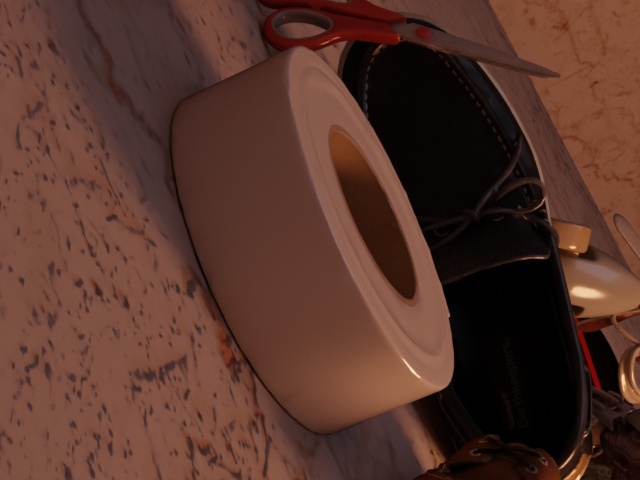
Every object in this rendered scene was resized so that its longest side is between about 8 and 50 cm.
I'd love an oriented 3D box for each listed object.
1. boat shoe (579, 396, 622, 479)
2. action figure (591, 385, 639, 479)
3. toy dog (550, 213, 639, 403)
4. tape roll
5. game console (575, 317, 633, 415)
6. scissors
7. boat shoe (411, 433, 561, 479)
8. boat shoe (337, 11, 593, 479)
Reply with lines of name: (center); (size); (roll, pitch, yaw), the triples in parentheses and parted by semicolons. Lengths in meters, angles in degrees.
boat shoe: (0.314, 0.268, 1.828); (0.104, 0.089, 0.285); (18, 21, -3)
action figure: (0.306, 0.261, 1.586); (0.185, 0.099, 0.285); (49, -45, 49)
toy dog: (0.368, 0.060, 2.177); (0.333, 0.220, 0.161); (34, -5, -32)
tape roll: (0.000, 0.000, 1.212); (0.286, 0.100, 0.286); (58, 16, -28)
game console: (0.379, 0.229, 2.290); (0.342, 0.060, 0.386); (42, 27, -45)
scissors: (0.083, -0.209, 1.533); (0.021, 0.297, 0.109); (96, -1, -47)
boat shoe: (0.133, 0.203, 1.282); (0.110, 0.104, 0.307); (26, -6, 16)
boat shoe: (0.144, 0.008, 1.524); (0.156, 0.186, 0.500); (75, -1, -81)
